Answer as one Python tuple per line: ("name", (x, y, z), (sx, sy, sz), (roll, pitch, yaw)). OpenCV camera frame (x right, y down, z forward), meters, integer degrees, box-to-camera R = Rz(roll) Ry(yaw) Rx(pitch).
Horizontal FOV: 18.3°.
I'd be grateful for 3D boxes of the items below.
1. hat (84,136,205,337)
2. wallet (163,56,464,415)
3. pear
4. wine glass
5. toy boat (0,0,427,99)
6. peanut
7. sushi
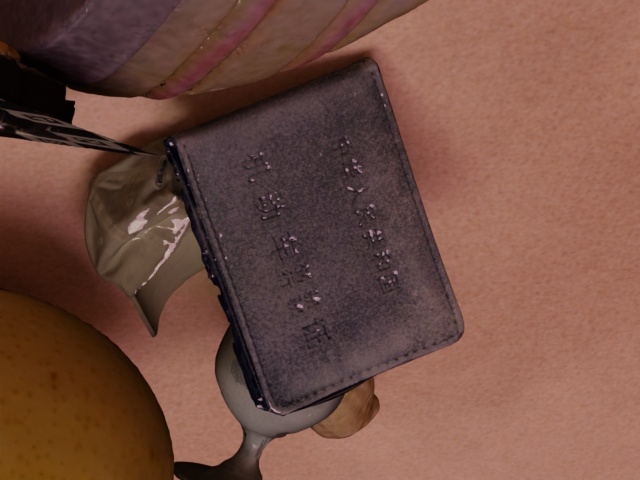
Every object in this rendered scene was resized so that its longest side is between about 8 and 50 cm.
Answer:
("hat", (-0.117, -0.010, 1.455), (0.122, 0.081, 0.166), (-51, 155, -21))
("wallet", (0.001, 0.000, 1.400), (0.167, 0.036, 0.222), (-22, 104, -14))
("pear", (-0.281, 0.190, 1.432), (0.348, 0.348, 0.348), (-8, 140, -7))
("wine glass", (-0.024, 0.084, 1.479), (0.103, 0.103, 0.231), (19, 94, -33))
("toy boat", (-0.068, -0.158, 1.265), (0.276, 0.111, 0.293), (-31, 147, 29))
("peanut", (-0.009, 0.105, 1.606), (0.082, 0.082, 0.187), (-30, 140, 19))
("sushi", (-0.231, -0.104, 1.222), (0.192, 0.043, 0.279), (9, 175, 30))
